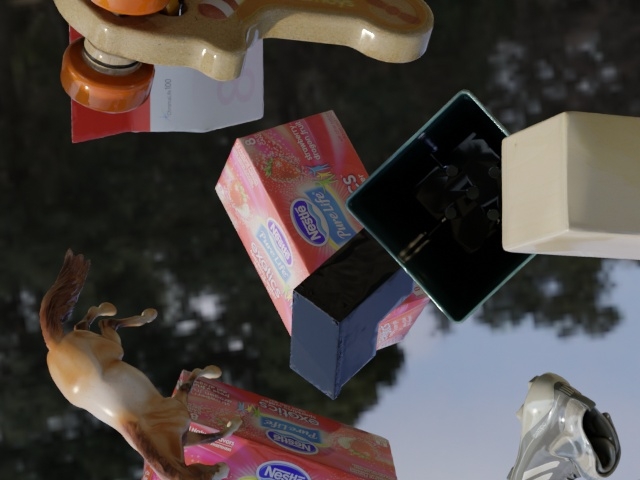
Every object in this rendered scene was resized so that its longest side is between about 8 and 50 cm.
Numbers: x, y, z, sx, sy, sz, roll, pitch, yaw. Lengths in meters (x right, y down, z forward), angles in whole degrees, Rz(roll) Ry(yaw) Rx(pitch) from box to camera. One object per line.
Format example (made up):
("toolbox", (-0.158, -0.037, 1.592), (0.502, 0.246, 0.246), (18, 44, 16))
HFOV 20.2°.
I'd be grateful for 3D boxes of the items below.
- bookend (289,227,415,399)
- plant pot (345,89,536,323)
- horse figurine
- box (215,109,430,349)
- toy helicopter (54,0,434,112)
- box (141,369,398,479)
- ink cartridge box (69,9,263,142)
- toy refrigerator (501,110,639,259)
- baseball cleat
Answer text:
("bookend", (0.043, 0.078, 2.106), (0.072, 0.156, 0.157), (35, -121, 23))
("plant pot", (0.151, -0.043, 1.840), (0.166, 0.165, 0.234), (-43, 179, 10))
("horse figurine", (-0.174, 0.129, 1.660), (0.066, 0.263, 0.174), (-50, 174, 29))
("box", (0.000, 0.000, 2.357), (0.154, 0.300, 0.142), (-18, 158, -24))
("toy helicopter", (-0.071, -0.227, 1.655), (0.355, 0.140, 0.235), (7, -139, -13))
("box", (-0.057, 0.257, 1.969), (0.257, 0.128, 0.122), (20, -162, -12))
("ink cartridge box", (-0.155, -0.204, 1.876), (0.066, 0.189, 0.232), (14, -158, 36))
("toy refrigerator", (0.273, -0.036, 1.292), (0.269, 0.094, 0.102), (4, 171, -19))
("baseball cleat", (0.237, 0.224, 1.759), (0.109, 0.206, 0.072), (31, -124, 33))
